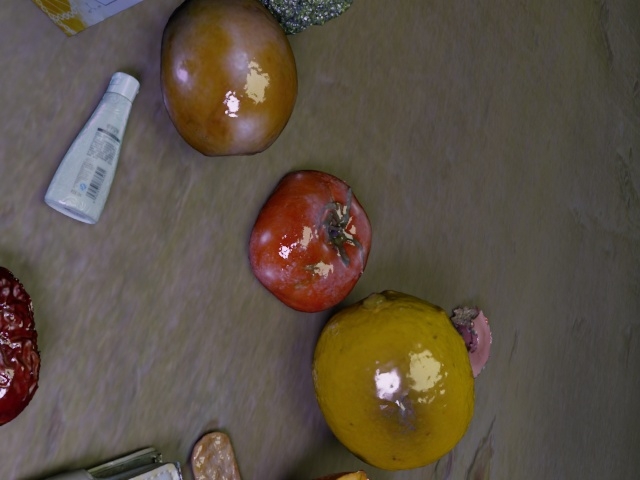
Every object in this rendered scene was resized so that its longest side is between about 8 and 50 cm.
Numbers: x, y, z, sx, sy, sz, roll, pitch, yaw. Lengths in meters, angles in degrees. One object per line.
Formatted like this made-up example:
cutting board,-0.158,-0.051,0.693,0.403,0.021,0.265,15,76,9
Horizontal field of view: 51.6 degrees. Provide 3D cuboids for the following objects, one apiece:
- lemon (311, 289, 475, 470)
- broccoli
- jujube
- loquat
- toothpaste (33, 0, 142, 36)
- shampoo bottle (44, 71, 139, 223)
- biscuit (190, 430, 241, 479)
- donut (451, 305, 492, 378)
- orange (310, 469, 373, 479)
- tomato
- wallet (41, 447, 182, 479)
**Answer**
lemon,0.115,0.222,1.049,0.284,0.260,0.260,50,55,-27
broccoli,-0.062,-0.394,0.959,0.176,0.226,0.198,-60,154,-52
jujube,-0.339,0.108,0.687,0.104,0.104,0.166,7,81,-46
loquat,-0.121,-0.221,0.877,0.179,0.179,0.227,-3,87,-46
toothpaste,-0.204,-0.300,0.692,0.089,0.313,0.071,48,56,-35
shampoo bottle,-0.270,-0.119,0.810,0.069,0.041,0.191,29,67,-36
biscuit,-0.143,0.340,0.936,0.071,0.018,0.147,-23,105,-46
donut,0.304,0.225,1.378,0.117,0.065,0.166,55,53,-27
orange,0.005,0.506,0.923,0.274,0.274,0.310,16,42,-45
tomato,0.000,0.000,1.050,0.237,0.095,0.237,4,84,-46
wallet,-0.294,0.379,0.744,0.309,0.077,0.223,-5,95,-45
